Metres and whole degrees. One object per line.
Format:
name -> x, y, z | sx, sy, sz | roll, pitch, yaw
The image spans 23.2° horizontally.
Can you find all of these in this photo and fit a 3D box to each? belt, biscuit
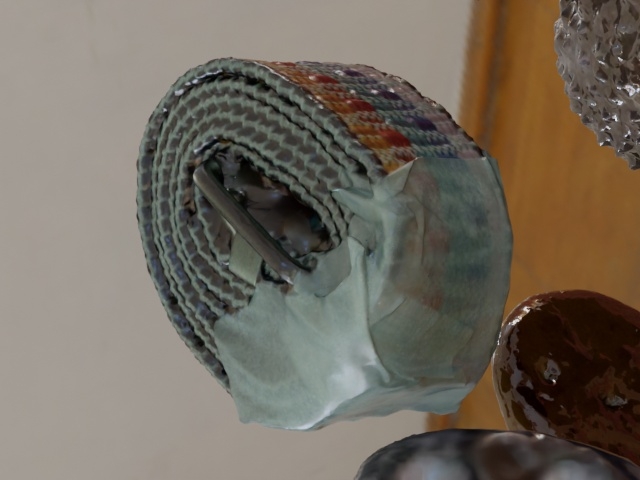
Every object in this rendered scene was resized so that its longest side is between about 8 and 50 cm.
belt -> 0.000, 0.000, 0.976 | 0.257, 0.150, 0.207 | 47, 126, 31
biscuit -> 0.221, 0.122, 1.157 | 0.212, 0.212, 0.036 | 58, 138, 21

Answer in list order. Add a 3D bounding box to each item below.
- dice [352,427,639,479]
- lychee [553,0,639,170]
dice -> 0.098, 0.223, 0.868 | 0.183, 0.182, 0.181 | -82, -4, -51
lychee -> 0.322, -0.159, 1.159 | 0.300, 0.300, 0.300 | 46, 148, 40
